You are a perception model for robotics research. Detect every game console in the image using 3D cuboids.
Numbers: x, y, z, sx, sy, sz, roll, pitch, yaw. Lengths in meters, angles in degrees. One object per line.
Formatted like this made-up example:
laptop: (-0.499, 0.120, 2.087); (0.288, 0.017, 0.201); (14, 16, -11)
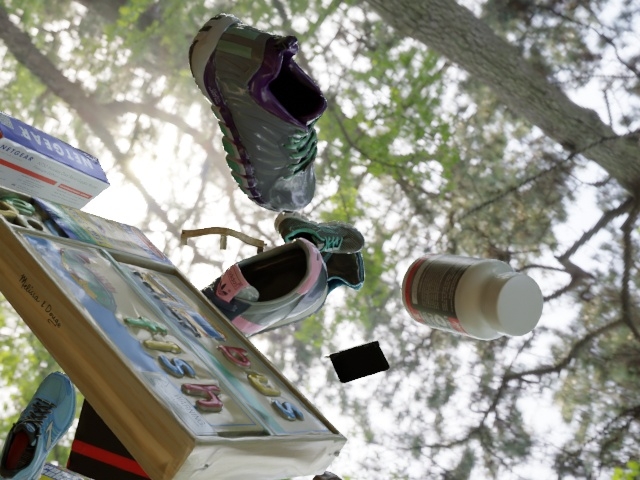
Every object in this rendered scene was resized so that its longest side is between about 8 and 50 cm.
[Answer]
game console: (-0.392, 0.508, 1.844); (0.386, 0.060, 0.342); (16, -84, 11)
game console: (0.082, 0.279, 1.850); (0.107, 0.122, 0.071); (144, -69, -74)

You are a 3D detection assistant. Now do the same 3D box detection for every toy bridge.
toy bridge: (-0.207, -0.004, 1.732); (0.063, 0.188, 0.026); (101, -5, -56)

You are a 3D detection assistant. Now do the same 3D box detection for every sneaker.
sneaker: (-0.360, 0.241, 1.028); (0.073, 0.063, 0.162); (108, -2, -59)
sneaker: (-0.137, 0.087, 1.049); (0.319, 0.131, 0.112); (-29, -118, -15)
sneaker: (-0.070, 0.089, 1.710); (0.340, 0.125, 0.140); (-23, -109, 12)
sneaker: (0.000, 0.000, 1.409); (0.076, 0.166, 0.065); (-105, -152, -61)
sneaker: (-0.031, -0.090, 0.694); (0.098, 0.224, 0.083); (19, -116, 31)

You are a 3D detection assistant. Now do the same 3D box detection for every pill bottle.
pill bottle: (0.334, 0.124, 1.780); (0.318, 0.176, 0.176); (6, -104, 62)

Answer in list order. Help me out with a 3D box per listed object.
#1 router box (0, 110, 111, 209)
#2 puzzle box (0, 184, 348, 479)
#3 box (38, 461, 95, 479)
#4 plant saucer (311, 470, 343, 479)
router box: (-0.642, -0.097, 1.623); (0.301, 0.335, 0.082); (-36, -112, 10)
puzzle box: (-0.178, 0.089, 0.829); (0.409, 0.272, 0.052); (40, -81, 29)
box: (-0.532, 0.547, 1.311); (0.177, 0.279, 0.290); (15, -81, 16)
plant saucer: (0.031, 0.612, 1.847); (0.029, 0.168, 0.168); (-23, -126, 33)
